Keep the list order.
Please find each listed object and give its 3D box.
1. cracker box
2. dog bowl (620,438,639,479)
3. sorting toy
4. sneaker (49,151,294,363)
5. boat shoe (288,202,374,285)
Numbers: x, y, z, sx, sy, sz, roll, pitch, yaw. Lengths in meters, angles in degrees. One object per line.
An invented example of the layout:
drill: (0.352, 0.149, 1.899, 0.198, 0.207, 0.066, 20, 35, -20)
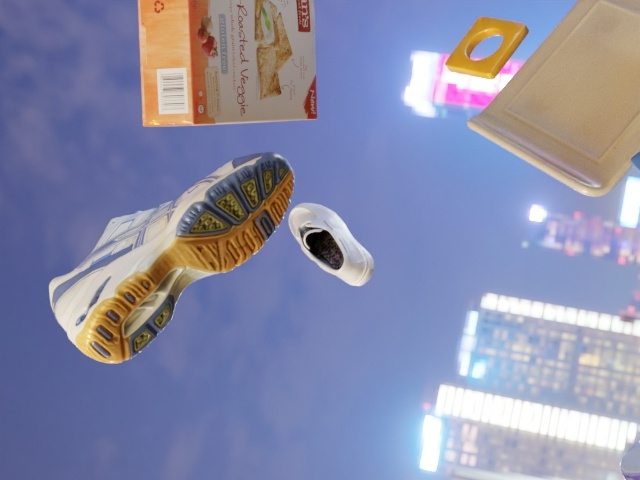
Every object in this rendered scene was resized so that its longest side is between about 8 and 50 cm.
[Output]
cracker box: (-0.088, -0.196, 1.367, 0.232, 0.067, 0.155, -12, -78, -59)
dog bowl: (0.451, 0.221, 1.399, 0.104, 0.265, 0.265, 61, -160, 2)
sorting toy: (0.245, -0.130, 1.154, 0.196, 0.348, 0.047, -46, -51, -4)
sneaker: (-0.165, -0.008, 1.430, 0.296, 0.131, 0.112, -40, -45, -15)
boat shoe: (0.000, 0.000, 1.836, 0.063, 0.184, 0.066, 24, -70, -43)
